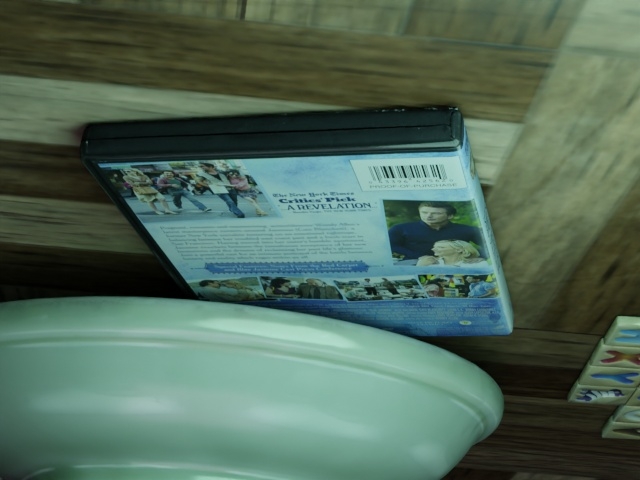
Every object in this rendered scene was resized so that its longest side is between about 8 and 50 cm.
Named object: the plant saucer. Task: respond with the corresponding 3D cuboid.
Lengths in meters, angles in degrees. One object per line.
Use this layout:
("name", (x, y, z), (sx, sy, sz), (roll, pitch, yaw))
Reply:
("plant saucer", (-0.081, 0.138, 1.022), (0.401, 0.100, 0.400), (3, 161, 1))

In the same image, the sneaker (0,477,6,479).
("sneaker", (-0.236, 0.202, 1.178), (0.270, 0.090, 0.145), (-12, 113, 21))

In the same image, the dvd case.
("dvd case", (0.000, 0.000, 0.816), (0.180, 0.022, 0.253), (-1, 157, 12))

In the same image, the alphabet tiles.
("alphabet tiles", (0.269, 0.100, 1.032), (0.198, 0.009, 0.237), (3, 157, -1))
